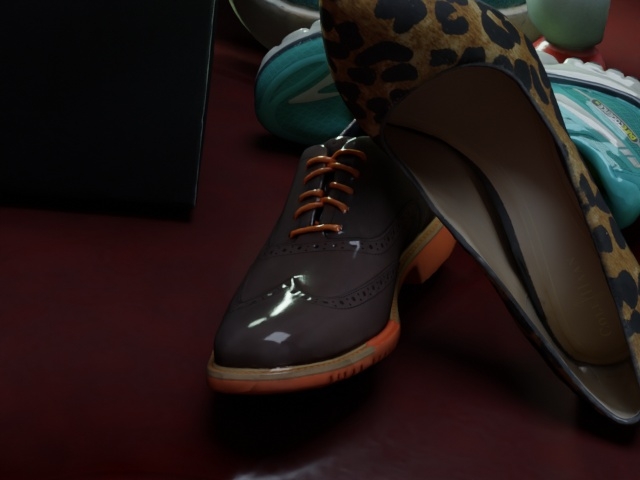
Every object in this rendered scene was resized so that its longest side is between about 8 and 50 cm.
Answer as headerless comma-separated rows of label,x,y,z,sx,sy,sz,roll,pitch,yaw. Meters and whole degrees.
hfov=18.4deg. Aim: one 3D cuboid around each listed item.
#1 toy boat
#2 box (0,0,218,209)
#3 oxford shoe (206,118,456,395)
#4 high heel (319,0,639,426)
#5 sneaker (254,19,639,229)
toy boat,0.097,-0.177,1.386,0.267,0.148,0.318,-10,32,-31
box,-0.212,-0.168,1.253,0.294,0.183,0.296,4,29,-4
oxford shoe,0.000,0.000,1.058,0.096,0.098,0.271,-2,21,18
high heel,0.093,-0.021,1.004,0.261,0.093,0.186,39,26,-44
sneaker,0.084,-0.072,1.239,0.275,0.107,0.110,11,42,15
